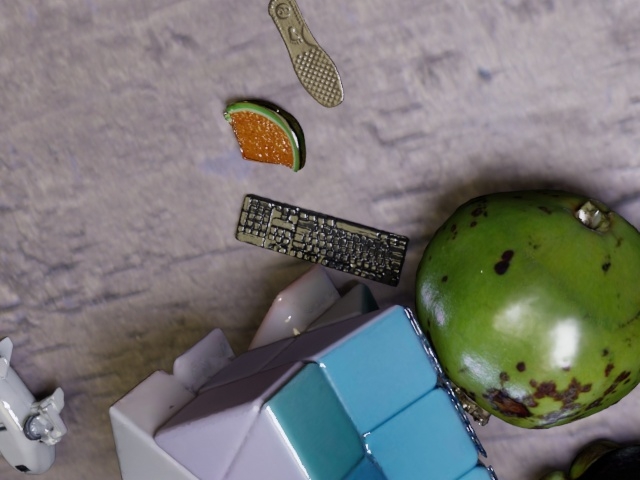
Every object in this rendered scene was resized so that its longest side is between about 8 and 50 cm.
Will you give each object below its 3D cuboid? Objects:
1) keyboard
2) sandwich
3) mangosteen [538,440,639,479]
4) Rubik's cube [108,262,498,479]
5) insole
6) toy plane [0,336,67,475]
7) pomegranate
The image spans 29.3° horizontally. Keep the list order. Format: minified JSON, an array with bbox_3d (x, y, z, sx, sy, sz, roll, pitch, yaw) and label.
[{"bbox_3d":[0.000,0.000,1.378,0.195,0.018,0.060,15,107,9],"label":"keyboard"},{"bbox_3d":[-0.062,-0.120,1.352,0.101,0.026,0.069,14,114,13],"label":"sandwich"},{"bbox_3d":[0.329,0.320,1.294,0.243,0.243,0.243,4,108,13],"label":"mangosteen"},{"bbox_3d":[-0.007,0.251,1.270,0.368,0.358,0.387,-21,99,39],"label":"Rubik's cube"},{"bbox_3d":[-0.016,-0.204,1.325,0.045,0.002,0.135,-24,99,20],"label":"insole"},{"bbox_3d":[-0.376,0.209,1.507,0.174,0.080,0.174,14,119,27],"label":"toy plane"},{"bbox_3d":[0.211,0.078,1.229,0.254,0.254,0.270,31,109,3],"label":"pomegranate"}]
